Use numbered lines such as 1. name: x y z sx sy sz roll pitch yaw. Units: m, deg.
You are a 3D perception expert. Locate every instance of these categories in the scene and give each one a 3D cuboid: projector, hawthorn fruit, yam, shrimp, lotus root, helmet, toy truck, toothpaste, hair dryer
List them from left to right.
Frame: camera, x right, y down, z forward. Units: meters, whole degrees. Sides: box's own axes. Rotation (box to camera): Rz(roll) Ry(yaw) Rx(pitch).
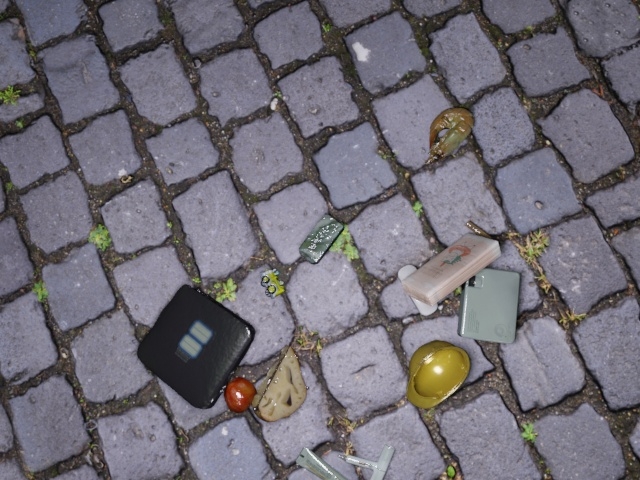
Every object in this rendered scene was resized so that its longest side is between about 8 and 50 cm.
1. hawthorn fruit: -0.288 0.549 1.843 0.128 0.128 0.128 0 82 3
2. toy truck: -0.178 0.155 1.919 0.077 0.076 0.111 -24 79 -18
3. lotus root: -0.132 0.525 1.835 0.170 0.074 0.260 43 62 -9
4. toothpaste: 0.032 0.829 1.831 0.256 0.037 0.067 31 91 10
5. hair dryer: 0.151 0.770 1.833 0.183 0.044 0.154 24 82 9
6. helmet: 0.387 0.443 1.815 0.205 0.140 0.257 36 99 -25
7. shrimp: 0.472 -0.396 1.962 0.145 0.061 0.267 34 88 16
8. yam: 0.600 -0.021 1.918 0.145 0.032 0.032 40 86 8
9. projector: 0.596 0.229 1.852 0.192 0.099 0.256 7 83 3

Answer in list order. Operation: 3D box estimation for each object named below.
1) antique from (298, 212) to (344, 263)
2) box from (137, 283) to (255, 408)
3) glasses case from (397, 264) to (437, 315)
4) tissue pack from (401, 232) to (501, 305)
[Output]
1. antique: 0.000 0.000 1.919 0.088 0.086 0.183 36 86 8
2. box: -0.448 0.376 1.865 0.359 0.091 0.350 31 86 20
3. glasses case: 0.355 0.181 1.894 0.076 0.049 0.197 -31 82 -4
4. tissue pack: 0.455 0.096 1.812 0.325 0.170 0.071 -33 115 -14
